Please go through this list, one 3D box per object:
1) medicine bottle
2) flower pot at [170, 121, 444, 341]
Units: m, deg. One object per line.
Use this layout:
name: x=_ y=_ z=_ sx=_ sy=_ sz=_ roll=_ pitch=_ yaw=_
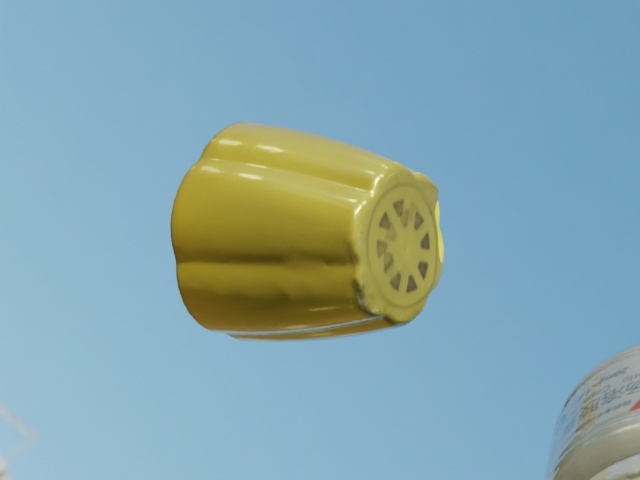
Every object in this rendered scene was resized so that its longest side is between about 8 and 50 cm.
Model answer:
medicine bottle: x=0.305 y=0.248 z=1.602 sx=0.245 sy=0.306 sz=0.245 roll=5 pitch=-63 yaw=10
flower pot: x=0.000 y=0.000 z=1.602 sx=0.179 sy=0.195 sz=0.195 roll=6 pitch=-54 yaw=40
